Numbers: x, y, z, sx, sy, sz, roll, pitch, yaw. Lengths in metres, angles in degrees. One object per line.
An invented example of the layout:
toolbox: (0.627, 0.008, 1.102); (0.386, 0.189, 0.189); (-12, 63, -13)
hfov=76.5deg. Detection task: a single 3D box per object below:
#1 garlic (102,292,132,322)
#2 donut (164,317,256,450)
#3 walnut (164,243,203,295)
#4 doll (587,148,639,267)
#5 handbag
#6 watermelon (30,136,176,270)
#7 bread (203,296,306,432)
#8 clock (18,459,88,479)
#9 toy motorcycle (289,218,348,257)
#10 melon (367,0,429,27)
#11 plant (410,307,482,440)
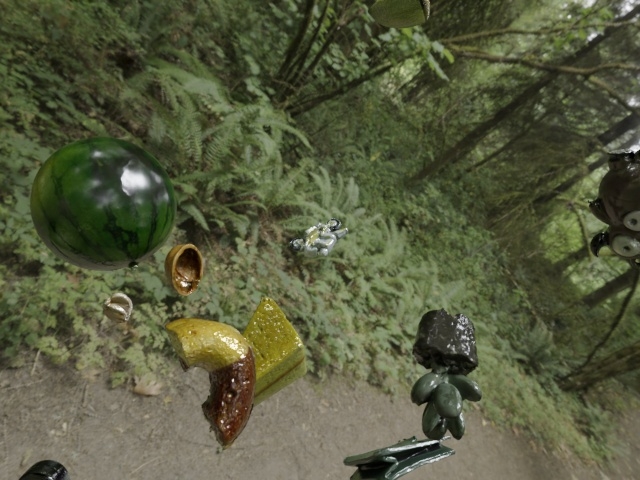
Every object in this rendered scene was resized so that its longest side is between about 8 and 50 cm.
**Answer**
garlic: (-0.675, 0.223, 1.359); (0.094, 0.113, 0.074); (29, 31, -20)
donut: (-0.201, 0.280, 0.857); (0.295, 0.151, 0.112); (64, -20, 3)
walnut: (-0.508, 0.096, 1.471); (0.087, 0.211, 0.167); (13, 42, 19)
doll: (0.667, -0.064, 0.847); (0.117, 0.182, 0.257); (-22, 107, -58)
handbag: (0.220, 0.622, 1.161); (0.260, 0.247, 0.079); (-4, 62, -26)
watermelon: (-0.385, -0.063, 0.737); (0.242, 0.242, 0.242); (40, 25, -23)
bread: (-0.242, 0.395, 1.276); (0.245, 0.361, 0.233); (46, -25, 31)
clock: (-0.535, 0.689, 0.958); (0.378, 0.277, 0.120); (16, 7, 0)
toy motorcycle: (0.000, 0.000, 1.570); (0.151, 0.228, 0.074); (51, -17, 40)
melon: (0.173, -0.503, 0.894); (0.160, 0.128, 0.079); (-70, 143, -60)
plant: (0.274, 0.294, 0.895); (0.275, 0.149, 0.146); (-71, 157, -44)
